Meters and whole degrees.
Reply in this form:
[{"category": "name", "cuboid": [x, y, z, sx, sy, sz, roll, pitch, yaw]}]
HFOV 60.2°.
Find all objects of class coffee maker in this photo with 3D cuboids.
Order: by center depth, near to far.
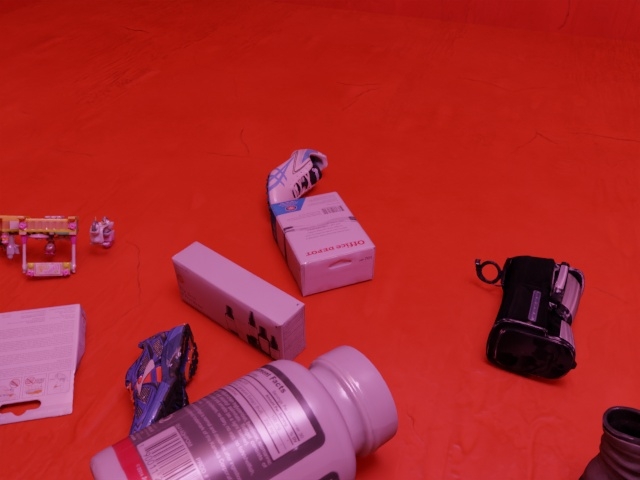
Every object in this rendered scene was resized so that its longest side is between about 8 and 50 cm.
[{"category": "coffee maker", "cuboid": [0.316, 0.116, 0.869, 0.171, 0.120, 0.178, -4, 30, 33]}]

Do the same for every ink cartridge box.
[{"category": "ink cartridge box", "cuboid": [-0.430, 0.187, 0.820, 0.145, 0.045, 0.179, -6, 57, -10]}, {"category": "ink cartridge box", "cuboid": [0.000, 0.000, 1.019, 0.139, 0.082, 0.191, -12, 41, -16]}]

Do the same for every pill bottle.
[{"category": "pill bottle", "cuboid": [-0.072, 0.245, 0.625, 0.318, 0.176, 0.176, -23, 44, -27]}]

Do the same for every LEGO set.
[{"category": "LEGO set", "cuboid": [-0.535, 0.008, 1.016, 0.286, 0.107, 0.132, 1, 3, 7]}]

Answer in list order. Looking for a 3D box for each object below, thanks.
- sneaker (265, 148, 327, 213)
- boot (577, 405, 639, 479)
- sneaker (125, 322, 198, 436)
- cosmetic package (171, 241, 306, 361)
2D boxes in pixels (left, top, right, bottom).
[{"category": "sneaker", "cuboid": [-0.050, -0.130, 1.179, 0.086, 0.085, 0.237, -1, 35, 23]}, {"category": "boot", "cuboid": [0.415, 0.285, 0.595, 0.246, 0.161, 0.083, 19, 41, 22]}, {"category": "sneaker", "cuboid": [-0.229, 0.211, 0.760, 0.087, 0.083, 0.221, -11, 32, 6]}, {"category": "cosmetic package", "cuboid": [-0.132, 0.097, 0.878, 0.239, 0.099, 0.060, 26, 44, 30]}]
